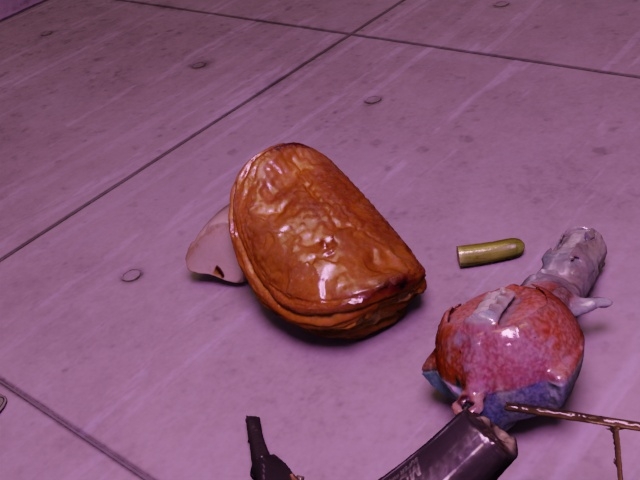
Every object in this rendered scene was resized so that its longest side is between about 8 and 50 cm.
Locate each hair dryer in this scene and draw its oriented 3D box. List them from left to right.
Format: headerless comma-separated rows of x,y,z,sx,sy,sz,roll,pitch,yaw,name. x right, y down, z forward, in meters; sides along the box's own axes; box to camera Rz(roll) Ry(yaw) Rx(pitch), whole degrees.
-0.009,0.208,0.737,0.304,0.120,0.359,-50,22,3,hair dryer

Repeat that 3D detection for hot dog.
0.000,0.000,1.023,0.196,0.122,0.272,-22,52,-28,hot dog

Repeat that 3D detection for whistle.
0.218,0.080,0.881,0.142,0.134,0.346,-31,6,44,whistle

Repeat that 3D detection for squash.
0.211,0.014,1.056,0.083,0.027,0.027,-9,34,3,squash

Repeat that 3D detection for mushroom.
-0.073,-0.034,1.152,0.096,0.108,0.247,41,52,1,mushroom

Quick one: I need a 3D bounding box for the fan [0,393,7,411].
-0.458,0.233,0.957,0.132,0.009,0.220,7,38,29,fan

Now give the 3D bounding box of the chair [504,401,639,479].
0.293,0.224,0.626,0.325,0.160,0.170,-2,36,21,chair
